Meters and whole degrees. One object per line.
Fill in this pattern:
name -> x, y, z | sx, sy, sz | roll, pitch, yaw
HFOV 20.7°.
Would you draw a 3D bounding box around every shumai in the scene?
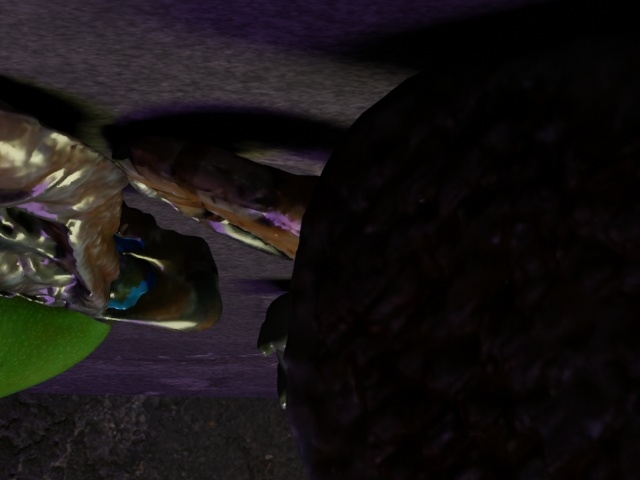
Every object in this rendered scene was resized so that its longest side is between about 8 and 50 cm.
shumai -> 0.202, 0.067, 0.986 | 0.395, 0.395, 0.348 | -5, 176, 32

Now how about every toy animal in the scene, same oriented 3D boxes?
toy animal -> 0.062, 0.088, 1.853 | 0.251, 0.127, 0.125 | -15, 154, 12

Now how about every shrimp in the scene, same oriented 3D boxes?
shrimp -> 0.000, 0.000, 1.272 | 0.233, 0.071, 0.365 | 14, 172, 45
shrimp -> -0.208, -0.027, 1.206 | 0.221, 0.110, 0.445 | -11, 160, 28

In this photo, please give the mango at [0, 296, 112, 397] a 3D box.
mango -> -0.333, 0.051, 1.360 | 0.382, 0.201, 0.225 | 5, 161, -39
